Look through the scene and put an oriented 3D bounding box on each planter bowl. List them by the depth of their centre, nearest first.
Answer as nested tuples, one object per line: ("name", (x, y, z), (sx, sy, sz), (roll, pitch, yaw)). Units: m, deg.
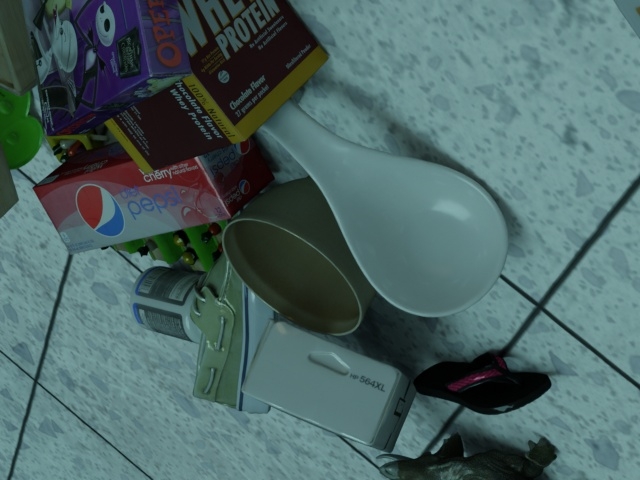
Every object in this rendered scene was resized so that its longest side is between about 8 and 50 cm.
("planter bowl", (0.000, 0.000, 1.907), (0.162, 0.109, 0.162), (28, 151, 18))

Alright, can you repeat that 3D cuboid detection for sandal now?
("sandal", (0.156, 0.138, 1.950), (0.179, 0.067, 0.040), (5, 122, 51))

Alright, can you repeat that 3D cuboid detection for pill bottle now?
("pill bottle", (-0.147, 0.077, 2.218), (0.137, 0.078, 0.078), (12, 138, 43))

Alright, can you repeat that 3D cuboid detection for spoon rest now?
("spoon rest", (0.051, -0.041, 1.795), (0.276, 0.137, 0.084), (40, -172, 14))

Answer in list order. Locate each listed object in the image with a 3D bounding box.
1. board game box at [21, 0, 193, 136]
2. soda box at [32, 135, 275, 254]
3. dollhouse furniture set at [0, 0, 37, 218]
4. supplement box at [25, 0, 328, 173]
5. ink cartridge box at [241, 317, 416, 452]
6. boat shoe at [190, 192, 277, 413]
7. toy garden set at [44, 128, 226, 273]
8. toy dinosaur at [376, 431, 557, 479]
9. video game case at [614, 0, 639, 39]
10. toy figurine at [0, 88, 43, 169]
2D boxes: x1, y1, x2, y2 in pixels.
("board game box", (-0.208, -0.282, 1.676), (0.208, 0.056, 0.346), (-20, 79, 51))
("soda box", (-0.177, -0.059, 2.023), (0.263, 0.083, 0.092), (-12, 113, 44))
("dollhouse furniture set", (-0.469, -0.184, 1.951), (0.362, 0.394, 0.256), (25, 145, 28))
("supplement box", (-0.136, -0.187, 1.813), (0.191, 0.129, 0.194), (52, 150, -15))
("ink cartridge box", (0.012, 0.154, 2.008), (0.148, 0.085, 0.203), (21, 175, 11))
("boat shoe", (-0.093, 0.076, 2.068), (0.094, 0.109, 0.302), (2, 130, -2))
("toy garden set", (-0.196, -0.043, 2.152), (0.244, 0.049, 0.203), (12, 138, 42))
("toy dinosaur", (0.217, 0.296, 2.058), (0.313, 0.121, 0.160), (39, 162, -2))
("video game case", (0.401, -0.089, 1.386), (0.329, 0.036, 0.300), (52, 149, -16))
("toy figurine", (-0.418, -0.171, 2.228), (0.159, 0.130, 0.173), (38, 178, 36))
